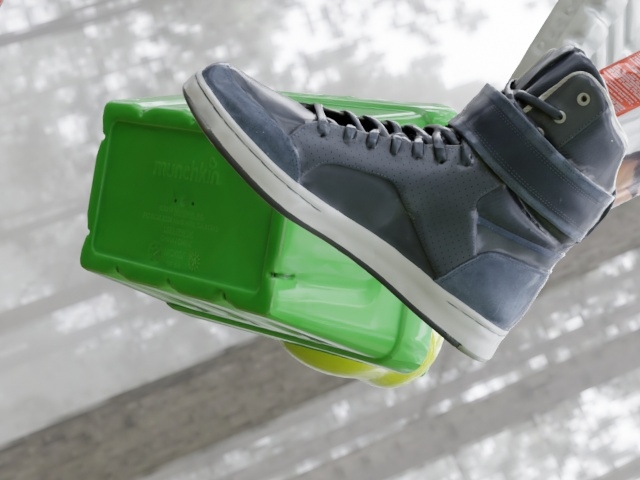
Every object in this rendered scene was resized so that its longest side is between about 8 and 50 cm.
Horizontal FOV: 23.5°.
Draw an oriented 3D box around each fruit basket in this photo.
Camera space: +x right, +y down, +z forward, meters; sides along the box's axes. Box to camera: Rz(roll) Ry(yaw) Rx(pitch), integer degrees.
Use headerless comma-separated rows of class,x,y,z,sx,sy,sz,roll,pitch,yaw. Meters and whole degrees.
fruit basket,0.000,0.000,1.495,0.392,0.392,0.283,13,-86,63

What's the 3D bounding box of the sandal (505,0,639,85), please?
sandal,0.252,-0.255,1.277,0.102,0.416,0.169,28,-15,29

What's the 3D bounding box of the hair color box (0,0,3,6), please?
hair color box,-0.134,-0.107,0.565,0.141,0.043,0.072,-61,-160,12

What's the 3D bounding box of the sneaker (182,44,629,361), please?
sneaker,0.055,-0.062,0.808,0.226,0.163,0.086,36,14,-18

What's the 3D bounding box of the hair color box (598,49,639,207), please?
hair color box,0.229,-0.083,1.110,0.053,0.167,0.093,52,-19,39
